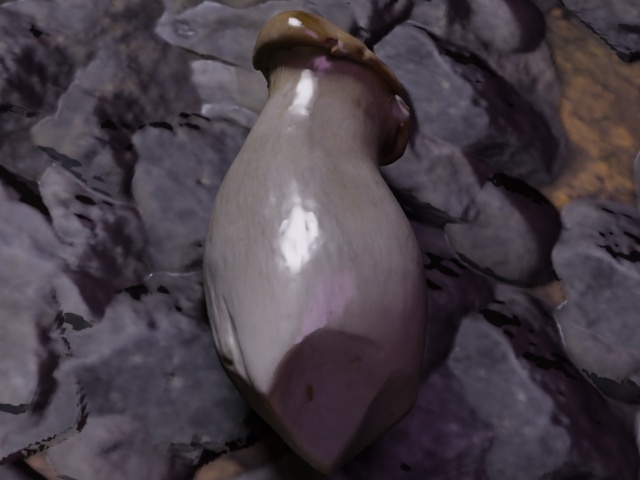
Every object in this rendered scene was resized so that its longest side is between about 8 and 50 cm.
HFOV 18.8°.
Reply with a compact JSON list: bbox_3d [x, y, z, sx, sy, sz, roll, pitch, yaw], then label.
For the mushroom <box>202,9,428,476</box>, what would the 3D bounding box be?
[{"bbox_3d":[0.001,-0.001,0.814,0.097,0.088,0.212,19,47,-19],"label":"mushroom"}]
